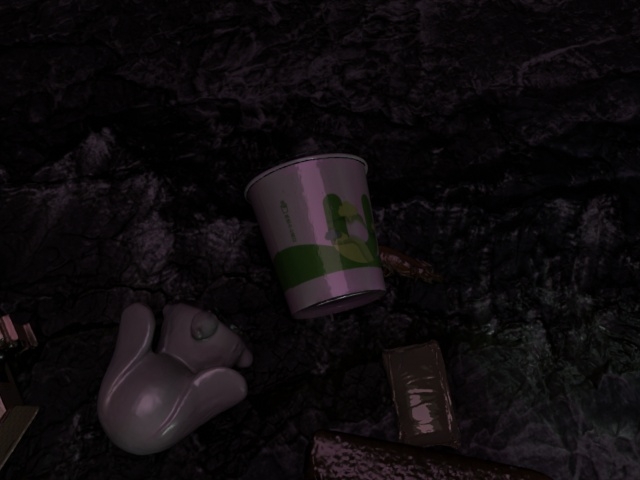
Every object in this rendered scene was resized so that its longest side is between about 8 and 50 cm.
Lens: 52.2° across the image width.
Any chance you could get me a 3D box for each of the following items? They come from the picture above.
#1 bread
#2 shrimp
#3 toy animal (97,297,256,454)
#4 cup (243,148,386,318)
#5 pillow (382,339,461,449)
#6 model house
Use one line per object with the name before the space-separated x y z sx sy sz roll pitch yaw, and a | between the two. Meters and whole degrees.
bread | 0.175 0.421 1.115 0.417 0.165 0.113 10 64 0
shrimp | 0.157 0.081 1.342 0.178 0.034 0.124 23 68 7
toy animal | -0.248 0.236 1.153 0.249 0.174 0.289 9 64 0
cup | 0.000 0.000 1.262 0.253 0.253 0.274 -11 74 -10
pillow | 0.190 0.295 1.234 0.119 0.053 0.208 -6 66 -4
model house | -0.615 0.307 1.103 0.326 0.169 0.244 -26 78 -14
